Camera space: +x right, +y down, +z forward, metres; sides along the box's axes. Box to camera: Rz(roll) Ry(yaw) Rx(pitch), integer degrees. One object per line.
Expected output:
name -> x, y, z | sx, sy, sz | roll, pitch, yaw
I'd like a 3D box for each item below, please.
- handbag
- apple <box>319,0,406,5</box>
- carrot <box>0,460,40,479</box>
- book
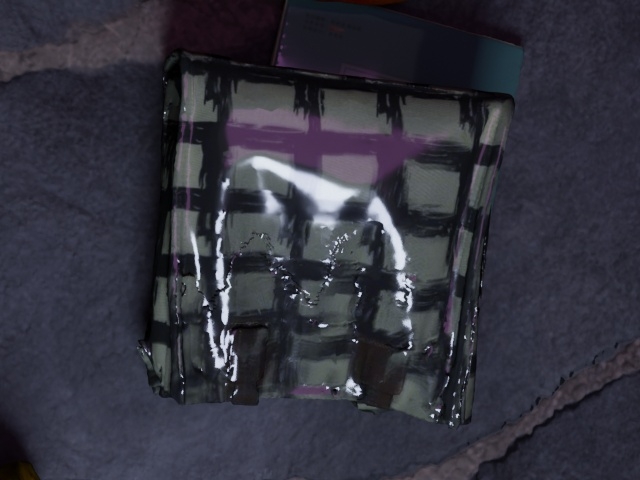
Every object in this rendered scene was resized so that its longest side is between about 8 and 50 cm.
handbag -> 0.000, 0.000, 1.650 | 0.325, 0.162, 0.327 | 5, 92, -11
apple -> 0.052, -0.413, 1.740 | 0.364, 0.295, 0.329 | 7, 119, -17
carrot -> -0.368, 0.329, 1.494 | 0.340, 0.241, 0.242 | -16, 91, -19
book -> 0.050, -0.049, 1.761 | 0.264, 0.031, 0.379 | 16, 81, -16
